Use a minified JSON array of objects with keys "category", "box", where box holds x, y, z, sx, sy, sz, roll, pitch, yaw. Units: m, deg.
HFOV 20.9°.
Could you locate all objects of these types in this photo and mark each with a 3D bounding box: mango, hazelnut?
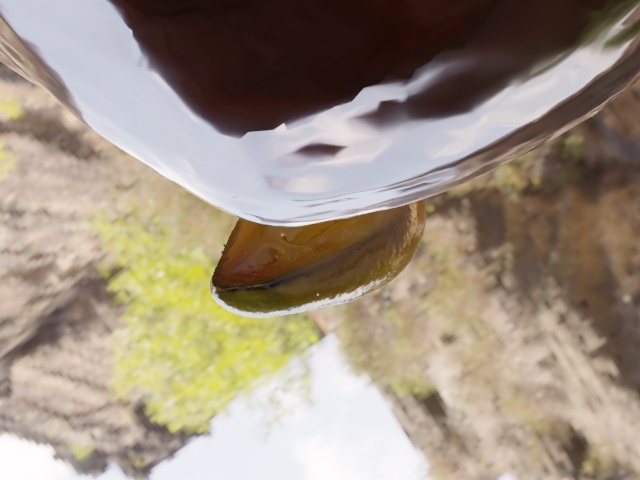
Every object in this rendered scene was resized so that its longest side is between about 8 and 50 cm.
[{"category":"mango","box":[0.000,0.000,0.987,0.187,0.101,0.066,-41,-42,-54]},{"category":"hazelnut","box":[-0.033,-0.221,0.576,0.429,0.402,0.402,37,-142,-12]}]
